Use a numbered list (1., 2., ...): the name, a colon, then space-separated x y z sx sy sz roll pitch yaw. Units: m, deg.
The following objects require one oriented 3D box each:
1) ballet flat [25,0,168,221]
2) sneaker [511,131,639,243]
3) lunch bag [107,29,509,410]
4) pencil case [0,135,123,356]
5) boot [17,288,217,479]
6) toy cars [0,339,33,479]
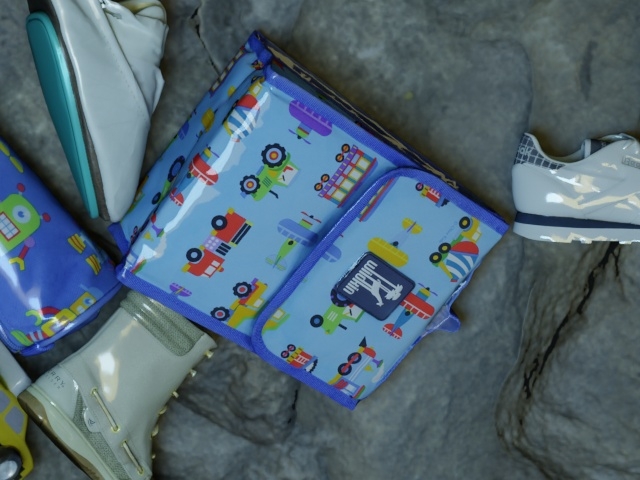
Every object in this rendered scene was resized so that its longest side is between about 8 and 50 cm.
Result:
1. ballet flat: -0.200 -0.215 1.614 0.139 0.139 0.400 -19 102 6
2. sneaker: 0.282 -0.045 1.660 0.235 0.090 0.095 1 93 -1
3. lunch bag: 0.000 0.000 1.669 0.293 0.138 0.221 33 102 -19
4. pencil case: -0.308 -0.034 1.648 0.306 0.119 0.133 48 59 -10
5. boot: -0.151 0.147 1.707 0.165 0.077 0.213 -47 132 -12
6. toy cars: -0.363 0.052 1.658 0.087 0.176 0.393 -40 100 -7
